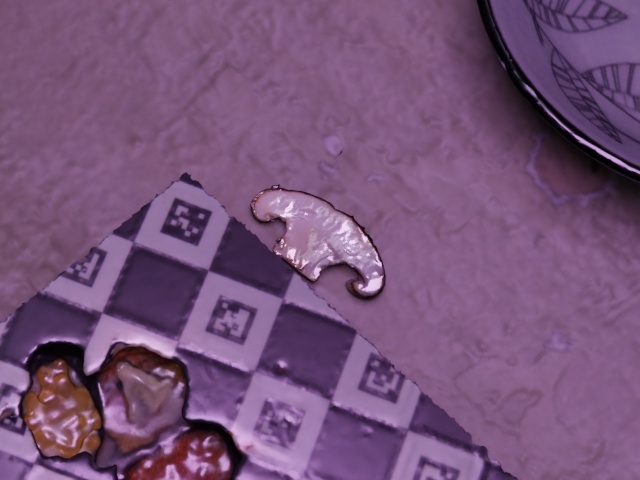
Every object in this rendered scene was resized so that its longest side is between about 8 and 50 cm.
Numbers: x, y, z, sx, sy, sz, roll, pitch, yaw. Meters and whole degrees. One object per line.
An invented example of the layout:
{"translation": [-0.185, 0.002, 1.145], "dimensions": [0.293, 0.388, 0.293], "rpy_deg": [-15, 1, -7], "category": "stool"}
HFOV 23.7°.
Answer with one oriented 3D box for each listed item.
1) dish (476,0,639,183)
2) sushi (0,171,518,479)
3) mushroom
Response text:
{"translation": [0.245, -0.155, 0.939], "dimensions": [0.317, 0.106, 0.316], "rpy_deg": [0, 77, -1], "category": "dish"}
{"translation": [-0.072, 0.139, 0.910], "dimensions": [0.264, 0.050, 0.290], "rpy_deg": [-41, 78, -20], "category": "sushi"}
{"translation": [0.000, 0.000, 0.952], "dimensions": [0.101, 0.019, 0.049], "rpy_deg": [39, 81, 11], "category": "mushroom"}
